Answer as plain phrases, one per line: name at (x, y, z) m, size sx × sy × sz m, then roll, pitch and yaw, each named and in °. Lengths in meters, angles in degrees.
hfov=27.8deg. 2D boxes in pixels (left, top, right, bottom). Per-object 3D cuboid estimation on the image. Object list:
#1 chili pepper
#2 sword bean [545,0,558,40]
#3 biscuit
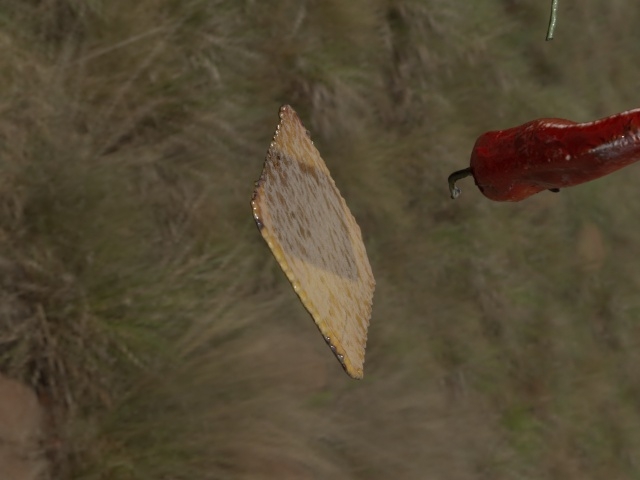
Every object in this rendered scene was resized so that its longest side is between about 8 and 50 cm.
chili pepper at (0.162, -0.057, 0.913) m, size 0.050 × 0.268 × 0.059 m, roll -28°, pitch 99°, yaw -28°
sword bean at (0.263, -0.262, 1.456) m, size 0.012 × 0.012 × 0.083 m, roll 36°, pitch 58°, yaw -52°
biscuit at (0.000, 0.000, 1.342) m, size 0.237 × 0.013 × 0.232 m, roll 60°, pitch 22°, yaw -27°
